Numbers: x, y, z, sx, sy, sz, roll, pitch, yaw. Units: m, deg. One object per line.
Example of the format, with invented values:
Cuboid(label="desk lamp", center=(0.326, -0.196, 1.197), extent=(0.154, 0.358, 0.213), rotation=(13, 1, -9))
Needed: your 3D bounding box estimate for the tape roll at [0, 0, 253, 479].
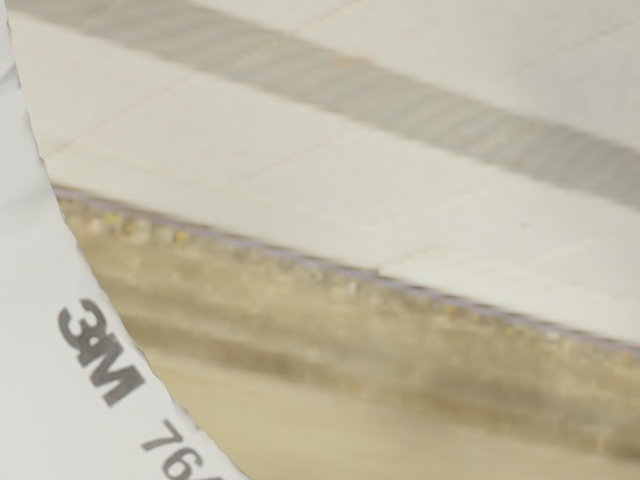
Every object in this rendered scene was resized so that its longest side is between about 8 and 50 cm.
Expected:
Cuboid(label="tape roll", center=(0.000, 0.000, 0.337), extent=(0.321, 0.321, 0.077), rotation=(-11, -162, 45))
